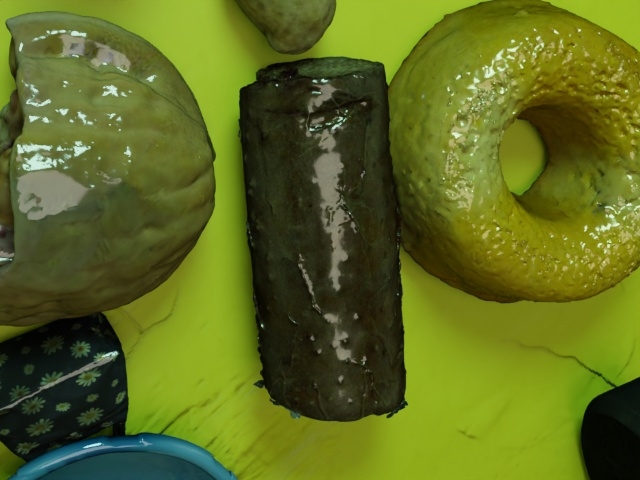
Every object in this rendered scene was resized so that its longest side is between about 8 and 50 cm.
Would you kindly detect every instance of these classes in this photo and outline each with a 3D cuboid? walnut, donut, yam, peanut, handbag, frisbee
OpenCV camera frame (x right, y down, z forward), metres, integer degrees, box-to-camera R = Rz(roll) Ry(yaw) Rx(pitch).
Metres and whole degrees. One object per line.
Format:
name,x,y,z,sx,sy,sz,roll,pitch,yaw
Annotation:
walnut,-0.171,-0.031,0.658,0.204,0.141,0.238,32,94,-27
donut,0.184,-0.067,0.782,0.278,0.108,0.277,-4,105,-17
yam,0.001,0.000,0.732,0.131,0.131,0.279,-9,105,-16
peanut,-0.032,-0.234,0.686,0.089,0.089,0.192,-11,111,-16
handbag,-0.197,0.139,0.729,0.115,0.072,0.139,-24,123,-16
frisbee,-0.177,0.253,0.768,0.242,0.045,0.242,-10,119,-19

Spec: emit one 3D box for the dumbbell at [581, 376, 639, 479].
dumbbell,0.435,0.185,0.878,0.323,0.204,0.203,-21,109,-12
